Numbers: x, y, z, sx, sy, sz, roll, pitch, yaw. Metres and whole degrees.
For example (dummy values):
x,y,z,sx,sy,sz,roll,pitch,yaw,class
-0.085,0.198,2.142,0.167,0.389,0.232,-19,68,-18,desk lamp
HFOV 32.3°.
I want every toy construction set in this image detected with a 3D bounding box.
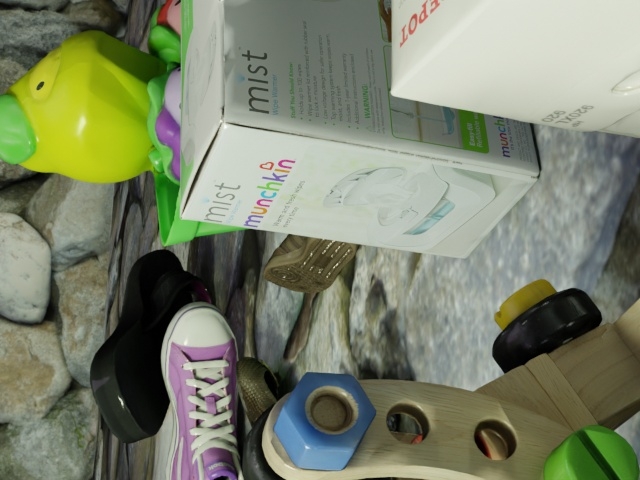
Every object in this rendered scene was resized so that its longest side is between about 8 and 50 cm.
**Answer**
x,y,z,sx,sy,sz,roll,pitch,yaw,class
0.123,0.164,0.530,0.257,0.237,0.309,34,138,38,toy construction set

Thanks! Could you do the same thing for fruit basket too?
x,y,z,sx,sy,sz,roll,pitch,yaw,class
-0.190,-0.183,1.274,0.392,0.392,0.283,-102,25,-45,fruit basket

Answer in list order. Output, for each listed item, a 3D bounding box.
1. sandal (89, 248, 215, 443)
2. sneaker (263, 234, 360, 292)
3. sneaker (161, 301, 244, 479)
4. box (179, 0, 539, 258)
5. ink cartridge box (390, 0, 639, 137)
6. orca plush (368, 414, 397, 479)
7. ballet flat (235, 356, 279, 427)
x,y,z,sx,sy,sz,roll,pitch,yaw,class
-0.213,0.137,1.585,0.446,0.107,0.168,-86,-28,-67,sandal
0.000,0.000,1.130,0.188,0.066,0.071,-34,34,60,sneaker
-0.133,0.226,1.390,0.161,0.102,0.282,-157,64,-68,sneaker
0.018,-0.139,0.825,0.127,0.231,0.262,122,149,-53,box
0.141,-0.194,0.560,0.171,0.168,0.233,143,131,-65,ink cartridge box
0.009,0.229,0.916,0.287,0.102,0.151,-107,30,-52,orca plush
-0.050,0.191,1.208,0.250,0.058,0.084,-121,6,-71,ballet flat
